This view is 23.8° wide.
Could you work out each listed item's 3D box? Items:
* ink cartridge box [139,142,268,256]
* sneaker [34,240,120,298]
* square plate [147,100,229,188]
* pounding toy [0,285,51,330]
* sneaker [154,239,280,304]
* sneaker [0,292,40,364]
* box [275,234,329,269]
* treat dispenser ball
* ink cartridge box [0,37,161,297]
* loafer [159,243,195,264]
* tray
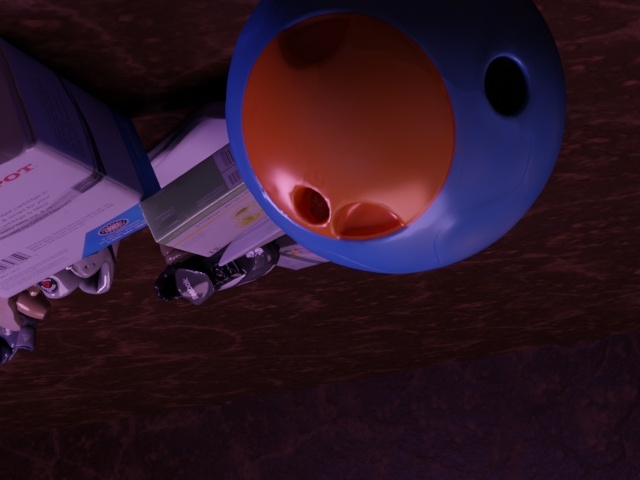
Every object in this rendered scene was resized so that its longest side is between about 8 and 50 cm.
[{"bbox_3d":[-0.069,-0.047,1.660,0.171,0.056,0.235,-33,160,16],"label":"ink cartridge box"},{"bbox_3d":[-0.334,-0.009,1.854,0.122,0.146,0.330,-11,165,22],"label":"sneaker"},{"bbox_3d":[-0.053,-0.099,1.809,0.347,0.049,0.344,0,164,-28],"label":"square plate"},{"bbox_3d":[-0.454,0.022,2.082,0.154,0.155,0.269,21,157,6],"label":"pounding toy"},{"bbox_3d":[-0.158,0.048,2.228,0.234,0.078,0.106,-15,-160,42],"label":"sneaker"},{"bbox_3d":[-0.551,0.145,2.425,0.111,0.121,0.300,6,162,-41],"label":"sneaker"},{"bbox_3d":[0.000,0.000,2.275,0.186,0.038,0.145,-16,164,29],"label":"box"},{"bbox_3d":[0.063,-0.115,1.288,0.288,0.288,0.288,-6,167,-2],"label":"treat dispenser ball"},{"bbox_3d":[-0.328,-0.064,1.551,0.223,0.129,0.307,-26,162,11],"label":"ink cartridge box"},{"bbox_3d":[-0.195,0.000,2.160,0.056,0.050,0.148,-27,180,6],"label":"loafer"},{"bbox_3d":[-0.018,-0.040,1.825,0.145,0.030,0.270,-28,179,-33],"label":"tray"}]
